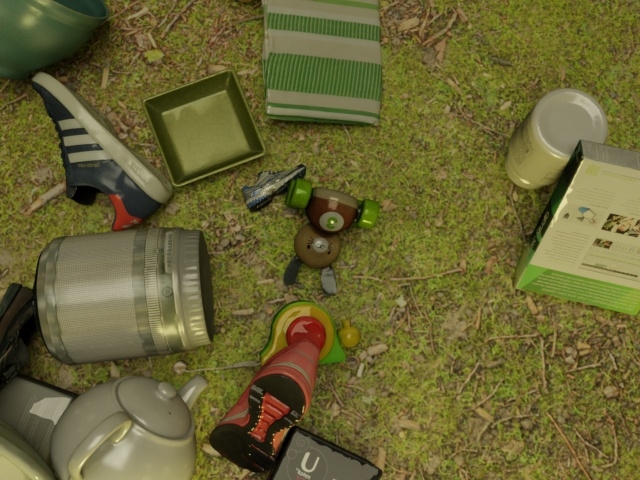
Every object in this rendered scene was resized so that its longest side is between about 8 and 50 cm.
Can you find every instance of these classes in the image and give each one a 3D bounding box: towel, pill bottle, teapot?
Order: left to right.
[{"bbox_3d":[-0.296,0.308,1.209,0.252,0.256,0.187,28,105,-31],"label":"teapot"},{"bbox_3d":[0.001,-0.383,1.460,0.247,0.038,0.325,2,76,-17],"label":"towel"},{"bbox_3d":[0.412,-0.171,1.353,0.131,0.229,0.131,0,78,-2],"label":"pill bottle"}]

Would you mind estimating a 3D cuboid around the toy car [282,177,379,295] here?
[{"bbox_3d":[0.000,0.000,1.360,0.155,0.149,0.188,16,90,-9],"label":"toy car"}]

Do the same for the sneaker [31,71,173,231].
[{"bbox_3d":[-0.438,-0.158,1.381,0.148,0.131,0.350,-46,77,3],"label":"sneaker"}]

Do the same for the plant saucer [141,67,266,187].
[{"bbox_3d":[-0.220,-0.210,1.435,0.188,0.045,0.188,-21,80,-5],"label":"plant saucer"}]

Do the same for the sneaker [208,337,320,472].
[{"bbox_3d":[-0.078,0.276,1.253,0.116,0.314,0.136,36,41,-1],"label":"sneaker"}]

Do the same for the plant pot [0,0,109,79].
[{"bbox_3d":[-0.567,-0.421,1.369,0.293,0.293,0.196,43,107,7],"label":"plant pot"}]

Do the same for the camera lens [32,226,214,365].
[{"bbox_3d":[-0.330,0.092,1.281,0.274,0.219,0.219,-6,79,-3],"label":"camera lens"}]

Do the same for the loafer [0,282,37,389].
[{"bbox_3d":[-0.517,0.170,1.265,0.084,0.096,0.267,15,34,-14],"label":"loafer"}]

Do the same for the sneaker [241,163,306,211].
[{"bbox_3d":[-0.090,-0.114,1.418,0.135,0.052,0.058,-32,75,-9],"label":"sneaker"}]

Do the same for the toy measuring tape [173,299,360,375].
[{"bbox_3d":[-0.093,0.166,1.320,0.330,0.121,0.121,-4,79,-8],"label":"toy measuring tape"}]

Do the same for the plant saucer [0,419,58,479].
[{"bbox_3d":[-0.567,0.370,1.195,0.400,0.400,0.100,16,38,2],"label":"plant saucer"}]

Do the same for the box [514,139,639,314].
[{"bbox_3d":[0.497,-0.012,1.293,0.232,0.322,0.058,13,44,0],"label":"box"}]

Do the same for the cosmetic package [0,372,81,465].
[{"bbox_3d":[-0.545,0.289,1.296,0.238,0.107,0.127,21,78,5],"label":"cosmetic package"}]

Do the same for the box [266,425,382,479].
[{"bbox_3d":[-0.030,0.468,1.252,0.165,0.143,0.270,26,78,2],"label":"box"}]

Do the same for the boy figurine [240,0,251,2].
[{"bbox_3d":[-0.209,-0.593,1.491,0.177,0.092,0.285,-43,84,-7],"label":"boy figurine"}]
